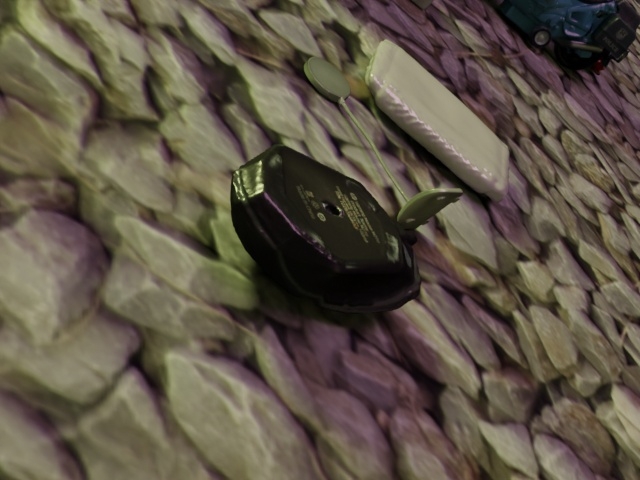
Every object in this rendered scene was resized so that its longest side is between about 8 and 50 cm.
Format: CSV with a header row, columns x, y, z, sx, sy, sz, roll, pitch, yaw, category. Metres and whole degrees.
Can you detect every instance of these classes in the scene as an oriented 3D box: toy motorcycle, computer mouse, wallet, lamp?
x,y,z,sx,sy,sz,roll,pitch,yaw,category
0.340,-0.356,1.527,0.272,0.182,0.124,34,22,-25,toy motorcycle
0.000,0.000,0.759,0.192,0.062,0.106,18,39,-51,computer mouse
0.116,-0.118,1.088,0.183,0.032,0.124,38,30,-12,wallet
0.049,-0.096,0.956,0.050,0.056,0.198,2,49,-49,lamp

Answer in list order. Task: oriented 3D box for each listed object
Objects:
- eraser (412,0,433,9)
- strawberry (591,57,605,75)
x,y,z,sx,sy,sz,roll,pitch,yaw,category
0.091,-0.352,1.348,0.104,0.023,0.150,33,32,-24,eraser
0.382,-0.344,1.671,0.188,0.082,0.121,45,26,1,strawberry
